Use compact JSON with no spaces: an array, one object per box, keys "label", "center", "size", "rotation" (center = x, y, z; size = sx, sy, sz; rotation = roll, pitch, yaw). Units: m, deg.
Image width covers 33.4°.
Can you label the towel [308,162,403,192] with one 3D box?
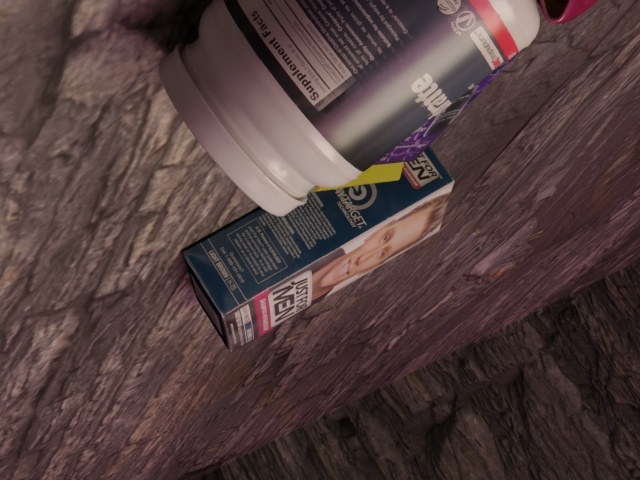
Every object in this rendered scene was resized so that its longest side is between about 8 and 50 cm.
[{"label":"towel","center":[0.030,-0.109,1.245],"size":[0.237,0.021,0.102],"rotation":[-11,121,-50]}]

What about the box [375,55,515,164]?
[{"label":"box","center":[0.088,-0.181,1.091],"size":[0.153,0.108,0.207],"rotation":[-11,151,-49]}]

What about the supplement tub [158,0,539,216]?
[{"label":"supplement tub","center":[0.023,-0.166,0.881],"size":[0.272,0.191,0.191],"rotation":[-37,162,11]}]

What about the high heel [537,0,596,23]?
[{"label":"high heel","center":[0.183,-0.294,0.817],"size":[0.117,0.082,0.244],"rotation":[-55,145,-48]}]

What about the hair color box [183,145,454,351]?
[{"label":"hair color box","center":[0.000,0.000,1.411],"size":[0.347,0.105,0.174],"rotation":[-31,162,-12]}]
